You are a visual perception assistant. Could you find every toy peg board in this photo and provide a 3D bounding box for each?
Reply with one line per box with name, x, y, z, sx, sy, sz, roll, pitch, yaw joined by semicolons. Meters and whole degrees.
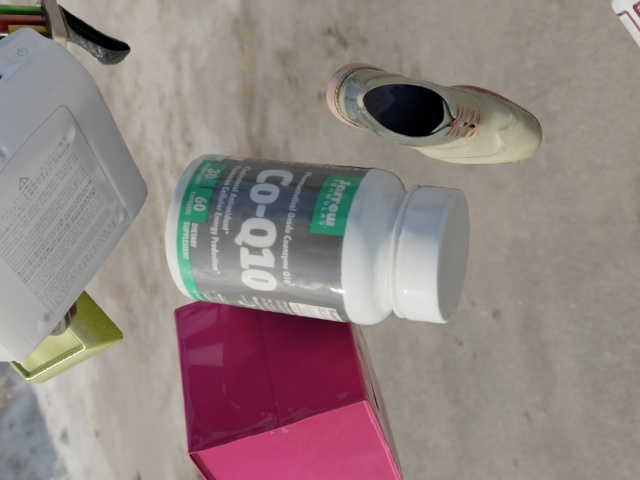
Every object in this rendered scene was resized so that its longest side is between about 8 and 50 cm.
toy peg board;-0.353;-0.200;1.348;0.160;0.079;0.161;-120;33;-54

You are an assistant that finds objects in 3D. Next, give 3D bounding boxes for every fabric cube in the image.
fabric cube;-0.046;0.233;1.620;0.254;0.259;0.258;70;-175;-46

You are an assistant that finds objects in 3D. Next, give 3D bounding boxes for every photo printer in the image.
photo printer;-0.293;-0.038;1.071;0.107;0.256;0.307;29;163;15

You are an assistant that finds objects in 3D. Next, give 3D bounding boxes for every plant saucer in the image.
plant saucer;-0.409;0.119;1.612;0.188;0.188;0.045;52;-151;-18

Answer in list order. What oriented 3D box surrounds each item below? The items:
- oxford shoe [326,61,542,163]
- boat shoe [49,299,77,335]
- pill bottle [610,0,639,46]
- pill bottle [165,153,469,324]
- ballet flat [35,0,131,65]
oxford shoe;0.210;-0.192;1.883;0.146;0.397;0.140;-137;58;-67
boat shoe;-0.371;-0.028;1.383;0.111;0.104;0.307;-6;121;32
pill bottle;0.469;-0.313;1.520;0.221;0.121;0.121;53;158;-5
pill bottle;0.000;0.000;1.474;0.204;0.361;0.204;6;-90;-70
ballet flat;-0.355;-0.316;1.683;0.049;0.173;0.057;-29;57;23
